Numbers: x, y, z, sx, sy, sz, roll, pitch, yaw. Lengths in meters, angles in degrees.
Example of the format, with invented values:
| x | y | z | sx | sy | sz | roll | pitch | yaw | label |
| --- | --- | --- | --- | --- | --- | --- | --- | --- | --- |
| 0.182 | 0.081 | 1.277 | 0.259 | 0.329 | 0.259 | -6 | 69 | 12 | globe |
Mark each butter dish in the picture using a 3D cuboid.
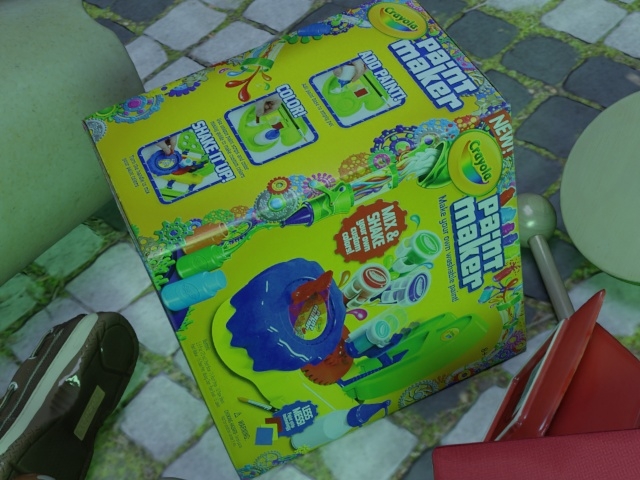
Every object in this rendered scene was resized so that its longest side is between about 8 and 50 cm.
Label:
| x | y | z | sx | sy | sz | roll | pitch | yaw | label |
| --- | --- | --- | --- | --- | --- | --- | --- | --- | --- |
| 0.198 | 0.147 | 0.849 | 0.118 | 0.160 | 0.160 | 31 | 53 | 6 | butter dish |

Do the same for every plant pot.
| x | y | z | sx | sy | sz | roll | pitch | yaw | label |
| --- | --- | --- | --- | --- | --- | --- | --- | --- | --- |
| -0.343 | -0.093 | 1.088 | 0.334 | 0.334 | 0.305 | 30 | 50 | 34 | plant pot |

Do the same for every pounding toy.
| x | y | z | sx | sy | sz | roll | pitch | yaw | label |
| --- | --- | --- | --- | --- | --- | --- | --- | --- | --- |
| 0.300 | -0.020 | 1.009 | 0.237 | 0.110 | 0.183 | -37 | 56 | 19 | pounding toy |

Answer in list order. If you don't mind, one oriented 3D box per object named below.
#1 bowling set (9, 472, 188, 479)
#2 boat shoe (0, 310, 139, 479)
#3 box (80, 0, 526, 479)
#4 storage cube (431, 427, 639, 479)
| x | y | z | sx | sy | sz | roll | pitch | yaw | label |
| --- | --- | --- | --- | --- | --- | --- | --- | --- | --- |
| -0.139 | 0.252 | 0.730 | 0.154 | 0.200 | 0.287 | 20 | 59 | 27 | bowling set |
| -0.250 | 0.171 | 0.962 | 0.095 | 0.095 | 0.257 | -2 | 40 | 30 | boat shoe |
| 0.000 | 0.000 | 0.911 | 0.279 | 0.290 | 0.177 | -24 | 47 | -8 | box |
| 0.179 | 0.247 | 0.716 | 0.193 | 0.184 | 0.215 | -7 | 47 | 9 | storage cube |
